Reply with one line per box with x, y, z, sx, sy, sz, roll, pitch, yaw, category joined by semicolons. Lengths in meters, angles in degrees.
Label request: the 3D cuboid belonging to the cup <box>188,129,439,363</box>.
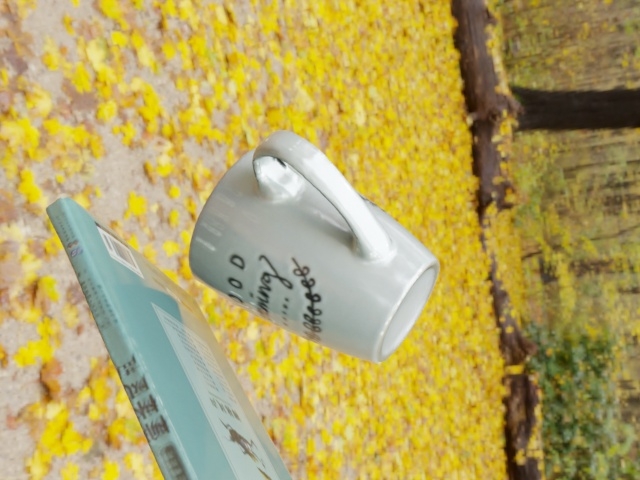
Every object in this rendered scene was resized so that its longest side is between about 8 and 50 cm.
0.000;0.000;0.819;0.186;0.234;0.258;-49;156;-28;cup

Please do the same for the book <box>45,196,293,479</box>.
-0.109;0.146;0.697;0.379;0.031;0.264;55;2;35;book
